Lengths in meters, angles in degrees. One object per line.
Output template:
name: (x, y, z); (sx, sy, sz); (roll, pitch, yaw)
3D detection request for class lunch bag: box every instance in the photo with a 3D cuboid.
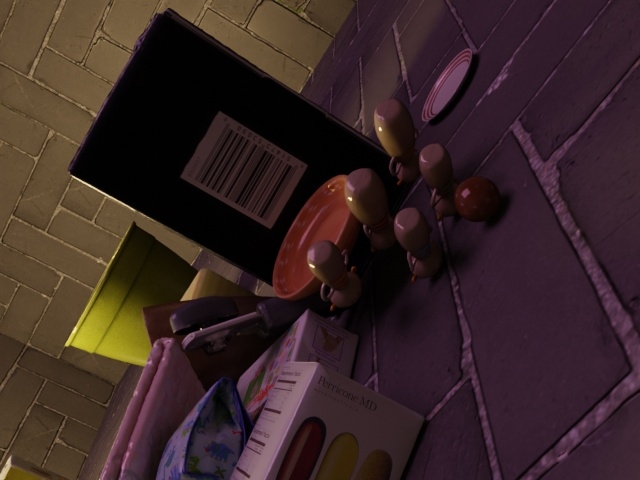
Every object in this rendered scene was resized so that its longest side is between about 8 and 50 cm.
lunch bag: (-0.152, 0.270, 0.986); (0.129, 0.096, 0.151); (-51, 26, 37)

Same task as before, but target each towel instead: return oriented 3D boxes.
towel: (-0.211, 0.363, 1.110); (0.316, 0.054, 0.331); (-77, -21, -45)

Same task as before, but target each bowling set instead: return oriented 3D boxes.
bowling set: (0.127, -0.023, 0.957); (0.287, 0.200, 0.154); (-62, -30, -19)

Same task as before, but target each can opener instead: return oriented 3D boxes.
can opener: (-0.080, 0.094, 1.134); (0.095, 0.284, 0.076); (63, 157, 20)

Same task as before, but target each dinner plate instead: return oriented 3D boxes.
dinner plate: (0.218, -0.260, 1.288); (0.141, 0.017, 0.141); (-54, 15, 22)

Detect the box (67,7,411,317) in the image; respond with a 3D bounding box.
box: (-0.166, -0.132, 1.377); (0.297, 0.480, 0.472); (-60, 17, -1)

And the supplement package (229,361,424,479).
supplement package: (-0.016, 0.266, 0.806); (0.244, 0.139, 0.134); (-65, 12, -15)

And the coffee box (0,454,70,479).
coffee box: (-0.602, 0.700, 1.650); (0.338, 0.338, 0.334); (-65, 14, -20)

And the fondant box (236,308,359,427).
fondant box: (-0.069, 0.291, 1.051); (0.238, 0.096, 0.330); (-48, 19, 43)

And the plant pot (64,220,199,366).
plant pot: (-0.430, 0.191, 2.030); (0.366, 0.353, 0.366); (-55, 15, 23)

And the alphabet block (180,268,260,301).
alphabet block: (-0.214, 0.210, 1.542); (0.192, 0.194, 0.197); (-56, 14, 27)

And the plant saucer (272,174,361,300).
plant saucer: (0.000, 0.000, 1.092); (0.200, 0.037, 0.200); (-47, 24, 29)

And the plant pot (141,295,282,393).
plant pot: (-0.166, 0.183, 1.322); (0.231, 0.215, 0.215); (-18, 7, -12)
